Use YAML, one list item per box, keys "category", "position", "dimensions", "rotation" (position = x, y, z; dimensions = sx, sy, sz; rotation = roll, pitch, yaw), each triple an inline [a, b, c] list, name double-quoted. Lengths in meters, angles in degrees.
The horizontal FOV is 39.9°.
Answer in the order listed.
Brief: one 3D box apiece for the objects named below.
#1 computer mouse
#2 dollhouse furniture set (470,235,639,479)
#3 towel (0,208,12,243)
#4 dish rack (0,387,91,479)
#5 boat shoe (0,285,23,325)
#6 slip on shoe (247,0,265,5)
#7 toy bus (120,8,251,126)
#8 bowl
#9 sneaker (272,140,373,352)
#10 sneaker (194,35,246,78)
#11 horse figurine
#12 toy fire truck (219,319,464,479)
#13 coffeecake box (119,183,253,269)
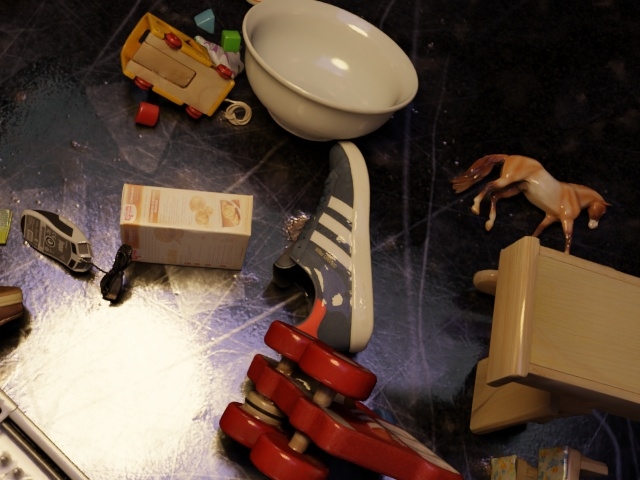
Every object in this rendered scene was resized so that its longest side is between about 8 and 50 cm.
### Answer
- category: "computer mouse"
  position: [-0.364, 0.006, 1.313]
  dimensions: [0.193, 0.106, 0.042]
  rotation: [32, 41, 11]
- category: "dollhouse furniture set"
  position: [0.278, 0.170, 1.190]
  dimensions: [0.257, 0.394, 0.361]
  rotation: [18, 66, -14]
- category: "towel"
  position: [-0.514, -0.024, 1.334]
  dimensions: [0.083, 0.009, 0.060]
  rotation: [7, 66, -8]
- category: "dish rack"
  position: [-0.451, 0.376, 1.148]
  dimensions: [0.333, 0.072, 0.285]
  rotation: [42, 66, 8]
- category: "boat shoe"
  position: [-0.565, 0.164, 1.205]
  dimensions: [0.342, 0.123, 0.123]
  rotation: [-23, 104, -24]
- category: "slip on shoe"
  position: [-0.111, -0.565, 1.585]
  dimensions: [0.123, 0.101, 0.331]
  rotation: [0, 69, -13]
- category: "toy bus"
  position: [-0.225, -0.284, 1.441]
  dimensions: [0.191, 0.202, 0.104]
  rotation: [-13, 40, -8]
- category: "bowl"
  position: [-0.002, -0.256, 1.435]
  dimensions: [0.298, 0.134, 0.297]
  rotation: [15, 41, -14]
- category: "sneaker"
  position: [0.000, 0.000, 1.362]
  dimensions: [0.148, 0.131, 0.349]
  rotation: [0, 63, -3]
- category: "sneaker"
  position: [-0.166, -0.321, 1.510]
  dimensions: [0.069, 0.038, 0.098]
  rotation: [-37, 88, -23]
- category: "horse figurine"
  position: [0.356, -0.070, 1.491]
  dimensions: [0.263, 0.066, 0.174]
  rotation: [32, 71, 1]
- category: "toy fire truck"
  position: [0.025, 0.245, 1.195]
  dimensions: [0.254, 0.302, 0.169]
  rotation: [29, 87, -26]
- category: "coffeecake box"
  position: [-0.202, -0.017, 1.318]
  dimensions: [0.186, 0.142, 0.068]
  rotation: [5, 67, -9]
